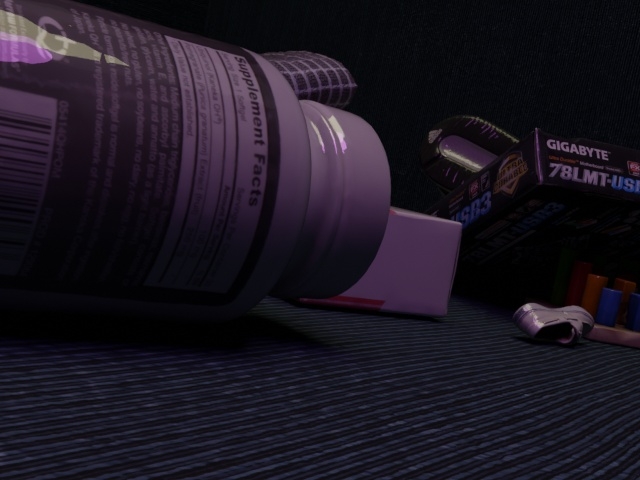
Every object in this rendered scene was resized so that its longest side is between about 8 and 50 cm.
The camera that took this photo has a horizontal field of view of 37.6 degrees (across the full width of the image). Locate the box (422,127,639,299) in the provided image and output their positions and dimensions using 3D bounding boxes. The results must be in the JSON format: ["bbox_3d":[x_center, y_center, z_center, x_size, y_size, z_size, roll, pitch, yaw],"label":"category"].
[{"bbox_3d":[0.285,-0.012,1.082,0.293,0.073,0.295,10,-25,-20],"label":"box"}]

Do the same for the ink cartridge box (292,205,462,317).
[{"bbox_3d":[0.000,0.000,0.873,0.158,0.092,0.218,9,3,-33],"label":"ink cartridge box"}]

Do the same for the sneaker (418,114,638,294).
[{"bbox_3d":[0.364,-0.012,1.451,0.447,0.169,0.257,38,-7,32],"label":"sneaker"}]

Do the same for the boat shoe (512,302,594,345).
[{"bbox_3d":[0.215,0.079,0.838,0.100,0.035,0.035,13,30,-40],"label":"boat shoe"}]

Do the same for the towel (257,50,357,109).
[{"bbox_3d":[-0.140,-0.117,0.864,0.284,0.121,0.235,5,14,31],"label":"towel"}]

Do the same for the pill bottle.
[{"bbox_3d":[-0.118,-0.041,0.546,0.318,0.176,0.176,8,6,-37],"label":"pill bottle"}]

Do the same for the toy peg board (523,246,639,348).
[{"bbox_3d":[0.326,0.063,0.995,0.161,0.079,0.160,10,5,-13],"label":"toy peg board"}]
